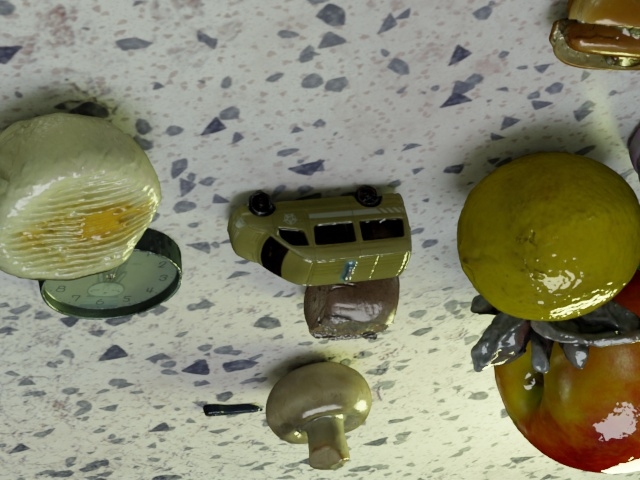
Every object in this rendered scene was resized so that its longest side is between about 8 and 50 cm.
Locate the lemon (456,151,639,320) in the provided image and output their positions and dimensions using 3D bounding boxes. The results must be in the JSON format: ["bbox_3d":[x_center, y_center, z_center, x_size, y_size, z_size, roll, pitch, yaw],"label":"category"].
[{"bbox_3d":[0.329,-0.006,1.714,0.267,0.267,0.267,-9,150,-5],"label":"lemon"}]

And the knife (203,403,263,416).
[{"bbox_3d":[-0.170,0.328,2.331,0.121,0.018,0.031,-2,151,-21],"label":"knife"}]

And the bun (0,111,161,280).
[{"bbox_3d":[-0.322,-0.057,1.475,0.243,0.153,0.244,-20,139,-18],"label":"bun"}]

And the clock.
[{"bbox_3d":[-0.309,0.052,1.773,0.214,0.042,0.215,-9,150,-5],"label":"clock"}]

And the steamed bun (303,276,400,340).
[{"bbox_3d":[0.048,0.105,1.937,0.144,0.106,0.175,-4,152,-15],"label":"steamed bun"}]

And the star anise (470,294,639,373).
[{"bbox_3d":[0.375,0.081,1.868,0.359,0.316,0.139,-39,144,-5],"label":"star anise"}]

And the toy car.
[{"bbox_3d":[0.000,0.000,1.718,0.256,0.124,0.101,-5,149,-15],"label":"toy car"}]

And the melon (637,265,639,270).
[{"bbox_3d":[0.582,0.007,2.058,0.114,0.053,0.262,-25,158,-16],"label":"melon"}]

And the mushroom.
[{"bbox_3d":[0.004,0.329,2.216,0.204,0.204,0.204,-9,150,-5],"label":"mushroom"}]

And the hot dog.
[{"bbox_3d":[0.448,-0.256,1.474,0.337,0.100,0.135,-1,148,-18],"label":"hot dog"}]

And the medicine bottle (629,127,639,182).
[{"bbox_3d":[0.583,-0.030,1.689,0.212,0.326,0.212,-11,152,-6],"label":"medicine bottle"}]

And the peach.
[{"bbox_3d":[0.500,0.220,2.070,0.388,0.388,0.388,-9,150,-5],"label":"peach"}]
